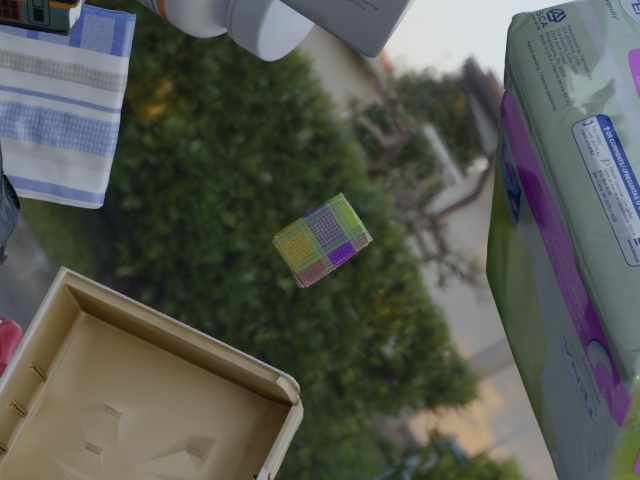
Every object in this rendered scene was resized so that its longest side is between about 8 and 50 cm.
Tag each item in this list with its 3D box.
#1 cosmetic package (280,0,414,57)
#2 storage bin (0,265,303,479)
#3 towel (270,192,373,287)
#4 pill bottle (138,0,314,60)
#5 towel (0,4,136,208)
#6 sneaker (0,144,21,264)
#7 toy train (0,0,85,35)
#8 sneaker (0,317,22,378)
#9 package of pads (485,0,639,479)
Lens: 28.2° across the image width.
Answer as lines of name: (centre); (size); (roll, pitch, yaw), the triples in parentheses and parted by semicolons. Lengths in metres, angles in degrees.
cosmetic package: (0.066, -0.298, 0.701); (0.155, 0.197, 0.365); (34, -31, -1)
storage bin: (-0.183, 0.208, 1.198); (0.260, 0.262, 0.123); (25, -17, 6)
towel: (0.000, 0.000, 1.192); (0.060, 0.083, 0.009); (56, -2, -13)
pill bottle: (-0.114, -0.256, 1.064); (0.245, 0.136, 0.136); (35, -7, 16)
towel: (-0.368, -0.183, 1.690); (0.034, 0.209, 0.285); (-103, -155, -65)
sneaker: (-0.425, -0.065, 1.601); (0.106, 0.078, 0.234); (-10, 106, -65)
toy train: (-0.363, -0.304, 1.211); (0.190, 0.333, 0.142); (101, -3, -52)
sneaker: (-0.349, 0.190, 1.436); (0.087, 0.128, 0.221); (68, 30, -54)
package of pads: (0.178, 0.034, 0.753); (0.296, 0.101, 0.229); (80, -5, -60)
